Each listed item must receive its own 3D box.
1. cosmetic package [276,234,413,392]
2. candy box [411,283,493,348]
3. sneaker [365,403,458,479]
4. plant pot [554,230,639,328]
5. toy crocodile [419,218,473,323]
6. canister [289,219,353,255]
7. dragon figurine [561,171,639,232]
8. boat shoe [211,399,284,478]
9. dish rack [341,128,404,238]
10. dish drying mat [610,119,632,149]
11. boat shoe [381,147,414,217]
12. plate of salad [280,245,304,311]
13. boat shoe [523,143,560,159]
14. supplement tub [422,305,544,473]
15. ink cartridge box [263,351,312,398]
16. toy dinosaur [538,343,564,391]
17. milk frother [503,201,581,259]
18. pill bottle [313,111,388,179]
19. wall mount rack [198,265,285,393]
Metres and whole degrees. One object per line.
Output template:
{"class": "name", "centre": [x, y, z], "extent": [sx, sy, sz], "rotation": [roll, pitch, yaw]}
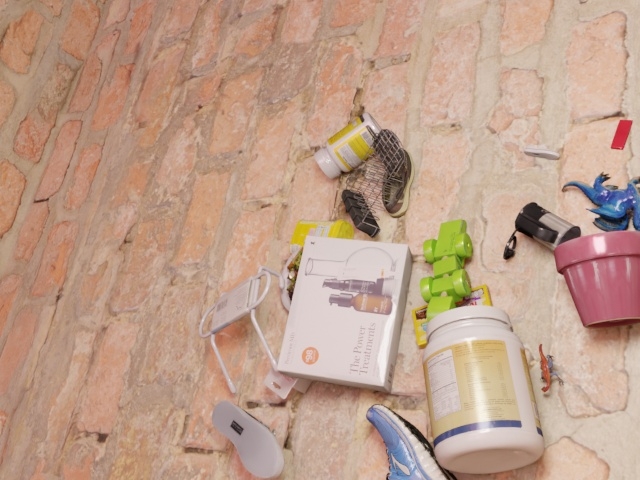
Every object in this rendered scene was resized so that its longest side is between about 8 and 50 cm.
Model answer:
{"class": "cosmetic package", "centre": [0.068, 0.184, 1.913], "extent": [0.284, 0.097, 0.377], "rotation": [4, 69, 20]}
{"class": "candy box", "centre": [0.330, 0.189, 1.832], "extent": [0.206, 0.027, 0.105], "rotation": [-23, 54, 23]}
{"class": "sneaker", "centre": [0.188, 0.512, 1.672], "extent": [0.147, 0.130, 0.330], "rotation": [-42, 47, 4]}
{"class": "plant pot", "centre": [0.618, 0.091, 1.585], "extent": [0.201, 0.201, 0.180], "rotation": [-12, 72, 30]}
{"class": "toy crocodile", "centre": [0.323, 0.077, 1.844], "extent": [0.115, 0.105, 0.340], "rotation": [-16, 39, 27]}
{"class": "canister", "centre": [0.000, 0.000, 2.152], "extent": [0.170, 0.073, 0.126], "rotation": [4, 69, 39]}
{"class": "dragon figurine", "centre": [0.672, -0.075, 1.705], "extent": [0.289, 0.085, 0.144], "rotation": [13, 72, 39]}
{"class": "boat shoe", "centre": [-0.173, 0.529, 1.939], "extent": [0.306, 0.105, 0.113], "rotation": [21, 81, 48]}
{"class": "dish rack", "centre": [0.157, -0.168, 2.048], "extent": [0.271, 0.074, 0.208], "rotation": [-60, 29, 24]}
{"class": "dish drying mat", "centre": [0.744, -0.262, 1.819], "extent": [0.032, 0.008, 0.083], "rotation": [12, 70, 39]}
{"class": "boat shoe", "centre": [0.216, -0.177, 2.101], "extent": [0.080, 0.073, 0.223], "rotation": [-8, 61, 30]}
{"class": "plate of salad", "centre": [-0.060, 0.109, 2.087], "extent": [0.200, 0.048, 0.200], "rotation": [-22, 60, 44]}
{"class": "boat shoe", "centre": [0.576, -0.235, 1.906], "extent": [0.100, 0.035, 0.035], "rotation": [17, 77, 48]}
{"class": "supplement tub", "centre": [0.345, 0.324, 1.603], "extent": [0.228, 0.228, 0.316], "rotation": [-20, 53, 25]}
{"class": "ink cartridge box", "centre": [-0.064, 0.341, 2.000], "extent": [0.104, 0.061, 0.181], "rotation": [26, 81, 44]}
{"class": "toy dinosaur", "centre": [0.494, 0.291, 1.629], "extent": [0.047, 0.090, 0.082], "rotation": [-33, 15, 36]}
{"class": "milk frother", "centre": [0.524, 0.002, 1.772], "extent": [0.135, 0.129, 0.143], "rotation": [39, 133, 44]}
{"class": "pill bottle", "centre": [0.090, -0.282, 2.226], "extent": [0.208, 0.119, 0.119], "rotation": [-34, 49, 14]}
{"class": "wall mount rack", "centre": [-0.211, 0.246, 2.078], "extent": [0.350, 0.130, 0.304], "rotation": [-34, 39, 40]}
